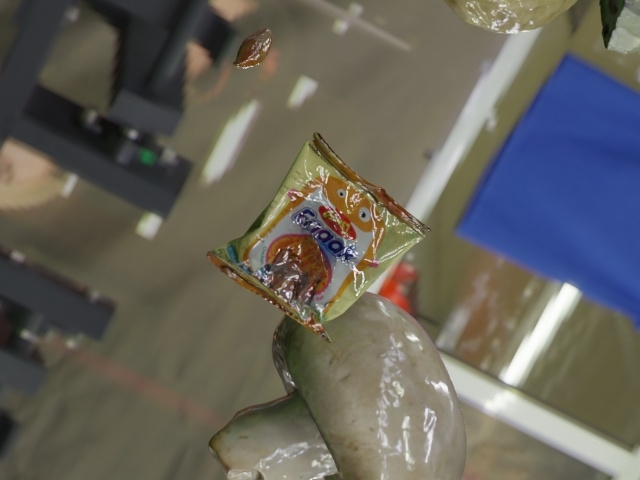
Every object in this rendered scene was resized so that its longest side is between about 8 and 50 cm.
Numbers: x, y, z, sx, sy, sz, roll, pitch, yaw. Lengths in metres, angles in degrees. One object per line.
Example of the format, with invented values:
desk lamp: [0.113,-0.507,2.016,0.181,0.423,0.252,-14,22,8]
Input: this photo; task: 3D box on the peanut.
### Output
peanut: [0.155,-0.225,1.329,0.159,0.109,0.140,-33,162,-26]

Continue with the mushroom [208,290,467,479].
mushroom: [0.009,0.143,1.398,0.204,0.204,0.204,-61,-172,15]

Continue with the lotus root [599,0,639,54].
lotus root: [0.386,-0.280,2.029,0.070,0.144,0.143,113,-26,-48]

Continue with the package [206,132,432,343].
package: [-0.001,0.002,1.228,0.120,0.108,0.031,-49,-168,11]

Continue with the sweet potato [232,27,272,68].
sweet potato: [-0.078,-0.235,2.170,0.034,0.034,0.095,-55,-179,45]
